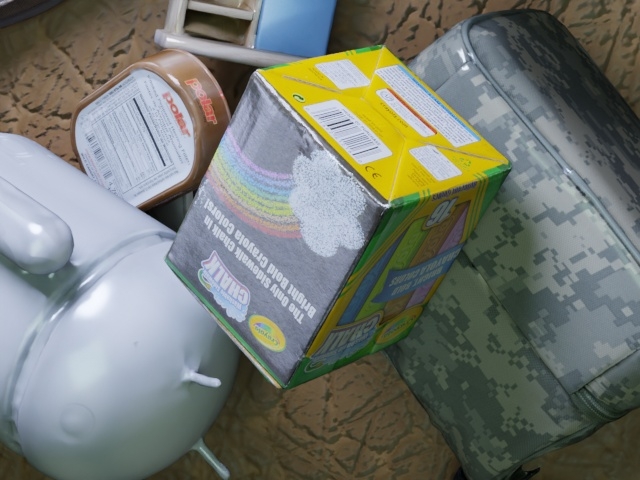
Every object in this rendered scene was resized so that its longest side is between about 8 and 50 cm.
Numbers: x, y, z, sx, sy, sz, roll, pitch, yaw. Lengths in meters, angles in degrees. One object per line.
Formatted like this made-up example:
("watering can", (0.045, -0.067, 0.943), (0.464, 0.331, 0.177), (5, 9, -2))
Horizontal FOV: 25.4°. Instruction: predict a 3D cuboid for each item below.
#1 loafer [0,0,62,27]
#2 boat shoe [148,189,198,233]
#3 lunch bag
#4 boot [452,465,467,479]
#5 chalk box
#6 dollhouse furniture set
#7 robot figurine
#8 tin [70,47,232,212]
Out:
("loafer", (-0.311, -0.209, 1.106), (0.366, 0.130, 0.133), (-27, 96, 10))
("boat shoe", (-0.094, -0.022, 1.164), (0.065, 0.075, 0.206), (-21, 93, -34))
("lunch bag", (0.128, 0.011, 1.047), (0.256, 0.212, 0.305), (-41, 81, 28))
("boot", (0.175, 0.320, 1.166), (0.246, 0.094, 0.207), (33, 106, 6))
("chalk box", (0.000, 0.000, 0.929), (0.132, 0.132, 0.213), (46, 130, 22))
("dollhouse furniture set", (-0.049, -0.212, 0.957), (0.287, 0.303, 0.198), (7, 101, -19))
("robot figurine", (-0.204, 0.051, 1.073), (0.353, 0.300, 0.199), (32, 70, 24))
("tin", (-0.134, -0.079, 1.098), (0.190, 0.040, 0.106), (-23, 96, 53))
